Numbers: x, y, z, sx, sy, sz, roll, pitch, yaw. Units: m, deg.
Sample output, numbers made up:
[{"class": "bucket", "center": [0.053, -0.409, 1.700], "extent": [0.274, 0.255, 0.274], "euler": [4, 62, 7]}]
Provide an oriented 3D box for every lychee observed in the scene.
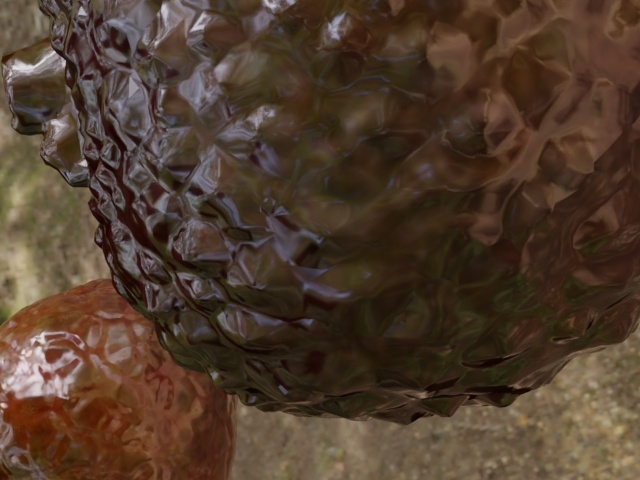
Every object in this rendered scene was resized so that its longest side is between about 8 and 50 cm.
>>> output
[{"class": "lychee", "center": [0.017, -0.068, 0.420], "extent": [0.260, 0.261, 0.260], "euler": [38, 134, 54]}, {"class": "lychee", "center": [-0.197, 0.172, 1.030], "extent": [0.255, 0.300, 0.255], "euler": [48, 166, 16]}]
